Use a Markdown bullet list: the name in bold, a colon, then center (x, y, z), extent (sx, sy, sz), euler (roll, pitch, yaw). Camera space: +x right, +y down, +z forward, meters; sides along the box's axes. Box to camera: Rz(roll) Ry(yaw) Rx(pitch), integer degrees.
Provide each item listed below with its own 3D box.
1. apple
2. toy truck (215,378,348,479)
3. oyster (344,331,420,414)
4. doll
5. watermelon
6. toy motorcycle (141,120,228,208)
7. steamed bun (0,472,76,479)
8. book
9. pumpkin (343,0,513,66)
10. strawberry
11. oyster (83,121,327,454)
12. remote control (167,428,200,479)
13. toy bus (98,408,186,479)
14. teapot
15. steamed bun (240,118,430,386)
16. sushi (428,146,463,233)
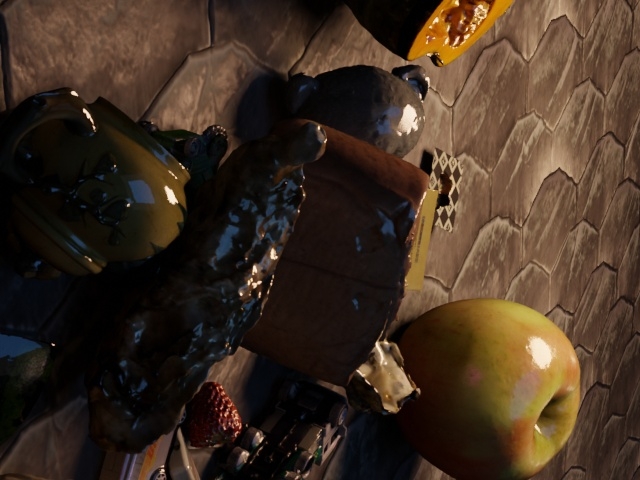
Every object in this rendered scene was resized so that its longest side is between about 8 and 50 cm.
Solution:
- **apple**: center (0.266, 0.245, 1.979), extent (0.319, 0.277, 0.319), euler (-28, 128, -43)
- **toy truck**: center (-0.049, 0.294, 1.616), extent (0.216, 0.110, 0.116), euler (-48, 151, -44)
- **oyster**: center (0.048, 0.162, 1.709), extent (0.083, 0.214, 0.223), euler (-42, 124, 14)
- **doll**: center (0.017, -0.082, 1.600), extent (0.245, 0.158, 0.340), euler (-3, 121, -28)
- **watermelon**: center (-0.348, 0.115, 1.034), extent (0.193, 0.137, 0.145), euler (-39, 155, 14)
- **toy motorcycle**: center (-0.166, -0.075, 1.331), extent (0.190, 0.074, 0.106), euler (-18, 123, -57)
- **steamed bun**: center (-0.282, 0.371, 1.134), extent (0.320, 0.206, 0.275), euler (-64, 145, -32)
- **book**: center (0.117, -0.005, 1.860), extent (0.192, 0.013, 0.168), euler (6, 94, -51)
- **pumpkin**: center (0.134, -0.378, 1.554), extent (0.242, 0.232, 0.325), euler (-44, 171, 14)
- **strawberry**: center (-0.135, 0.219, 1.483), extent (0.073, 0.073, 0.083), euler (32, 38, -59)
- **oyster**: center (-0.144, 0.029, 1.264), extent (0.111, 0.204, 0.396), euler (34, 88, -33)
- **remote control**: center (-0.156, 0.316, 1.462), extent (0.087, 0.029, 0.190), euler (-115, -171, -52)
- **toy bus**: center (-0.205, 0.229, 1.369), extent (0.072, 0.057, 0.172), euler (26, 77, -50)
- **teapot**: center (-0.233, -0.040, 1.139), extent (0.182, 0.173, 0.269), euler (-49, 150, -5)
- **steamed bun**: center (0.000, 0.000, 1.443), extent (0.199, 0.251, 0.301), euler (-55, 168, -64)
- **sushi**: center (0.196, -0.085, 1.993), extent (0.120, 0.026, 0.126), euler (22, 75, -57)
